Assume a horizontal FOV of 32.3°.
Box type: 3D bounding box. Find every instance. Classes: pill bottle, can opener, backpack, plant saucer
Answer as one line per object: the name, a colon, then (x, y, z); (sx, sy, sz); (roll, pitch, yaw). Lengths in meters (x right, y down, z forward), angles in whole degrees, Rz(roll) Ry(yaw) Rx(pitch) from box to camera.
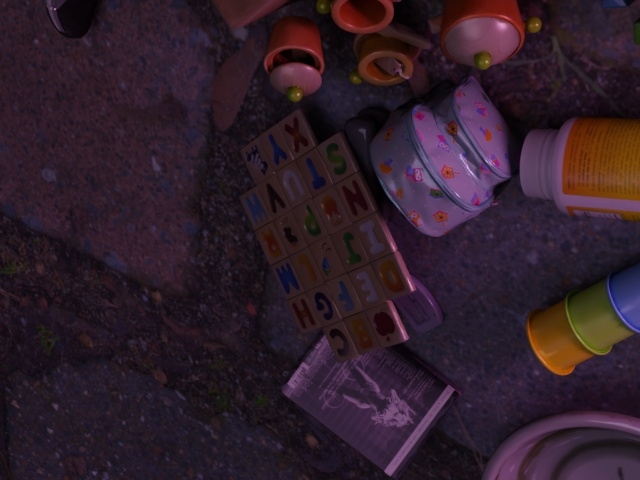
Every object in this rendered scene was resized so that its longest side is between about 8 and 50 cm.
pill bottle: (0.344, -0.082, 1.265); (0.215, 0.117, 0.117); (7, 119, 30)
can opener: (0.046, -0.043, 1.509); (0.095, 0.076, 0.283); (11, 120, 26)
backpack: (0.152, -0.101, 1.332); (0.144, 0.188, 0.166); (-30, 97, 40)
plant saucer: (0.416, 0.382, 1.495); (0.400, 0.100, 0.400); (15, 123, 25)

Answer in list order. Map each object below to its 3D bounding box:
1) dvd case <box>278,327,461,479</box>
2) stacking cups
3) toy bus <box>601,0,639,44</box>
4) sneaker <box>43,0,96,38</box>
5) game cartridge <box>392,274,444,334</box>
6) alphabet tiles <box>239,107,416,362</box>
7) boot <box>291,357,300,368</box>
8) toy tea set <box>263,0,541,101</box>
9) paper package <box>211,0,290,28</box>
dvd case: (0.071, 0.222, 1.629); (0.221, 0.018, 0.164); (36, 99, 10)
stacking cups: (0.395, 0.067, 1.330); (0.316, 0.096, 0.096); (-34, 95, 41)
toy bus: (0.388, -0.273, 1.135); (0.202, 0.104, 0.191); (17, 124, 25)
sneaker: (-0.316, -0.384, 1.547); (0.132, 0.086, 0.228); (17, 123, 22)
game cartridge: (0.136, 0.090, 1.567); (0.056, 0.017, 0.083); (-33, 96, 44)
alphabet tiles: (0.000, 0.000, 1.532); (0.285, 0.011, 0.342); (-26, 88, 54)
boot: (0.017, 0.213, 1.696); (0.121, 0.045, 0.099); (48, 130, 8)
toy tea set: (0.083, -0.233, 1.292); (0.200, 0.124, 0.336); (26, 143, -35)
paper package: (-0.041, -0.458, 1.269); (0.325, 0.168, 0.309); (-30, 96, 41)
